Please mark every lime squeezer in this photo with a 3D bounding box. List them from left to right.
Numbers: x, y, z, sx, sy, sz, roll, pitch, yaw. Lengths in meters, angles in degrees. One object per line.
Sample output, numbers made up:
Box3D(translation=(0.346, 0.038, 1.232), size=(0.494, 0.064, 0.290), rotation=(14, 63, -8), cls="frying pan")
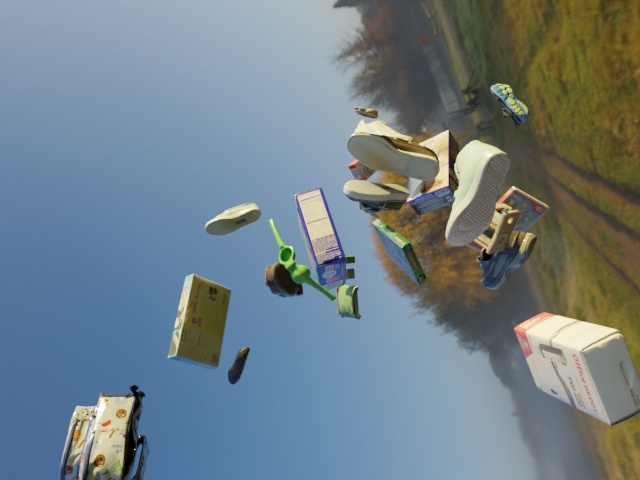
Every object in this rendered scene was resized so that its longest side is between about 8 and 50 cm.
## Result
Box3D(translation=(-0.067, 0.059, 1.289), size=(0.310, 0.059, 0.110), rotation=(50, -145, 6), cls="lime squeezer")

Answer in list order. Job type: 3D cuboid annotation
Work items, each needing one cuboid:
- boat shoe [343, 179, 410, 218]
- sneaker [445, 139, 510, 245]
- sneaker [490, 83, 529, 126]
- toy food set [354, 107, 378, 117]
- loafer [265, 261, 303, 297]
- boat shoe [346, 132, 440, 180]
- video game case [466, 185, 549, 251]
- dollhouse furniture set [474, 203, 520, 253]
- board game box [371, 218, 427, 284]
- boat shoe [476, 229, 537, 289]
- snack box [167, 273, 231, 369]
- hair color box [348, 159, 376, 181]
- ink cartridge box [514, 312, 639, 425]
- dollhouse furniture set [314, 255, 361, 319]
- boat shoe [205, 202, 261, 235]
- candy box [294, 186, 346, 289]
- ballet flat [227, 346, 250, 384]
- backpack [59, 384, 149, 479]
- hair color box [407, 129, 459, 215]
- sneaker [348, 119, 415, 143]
Box3D(translation=(0.184, -0.138, 1.519), size=(0.113, 0.105, 0.306), rotation=(38, -152, 32), cls="boat shoe")
Box3D(translation=(0.369, -0.119, 1.103), size=(0.094, 0.256, 0.151), rotation=(11, -153, -13), cls="sneaker")
Box3D(translation=(0.639, -0.466, 1.526), size=(0.078, 0.066, 0.188), rotation=(94, 154, -60), cls="sneaker")
Box3D(translation=(0.153, -0.422, 1.465), size=(0.083, 0.082, 0.020), rotation=(-19, -55, -73), cls="toy food set")
Box3D(translation=(-0.164, 0.179, 1.798), size=(0.366, 0.129, 0.134), rotation=(57, -156, -71), cls="loafer")
Box3D(translation=(0.250, -0.299, 1.517), size=(0.097, 0.323, 0.117), rotation=(-70, -4, -51), cls="boat shoe")
Box3D(translation=(0.706, -0.060, 1.709), size=(0.203, 0.285, 0.025), rotation=(21, -146, -25), cls="video game case")
Box3D(translation=(0.512, -0.061, 1.264), size=(0.183, 0.129, 0.129), rotation=(-8, -144, -32), cls="dollhouse furniture set")
Box3D(translation=(0.345, 0.043, 1.970), size=(0.214, 0.046, 0.317), rotation=(61, 176, -26), cls="board game box")
Box3D(translation=(0.628, 0.055, 1.564), size=(0.132, 0.130, 0.356), rotation=(-54, -15, -26), cls="boat shoe")
Box3D(translation=(-0.454, 0.308, 1.695), size=(0.187, 0.060, 0.322), rotation=(31, -130, -38), cls="snack box")
Box3D(translation=(0.209, -0.339, 1.967), size=(0.167, 0.053, 0.093), rotation=(-44, -69, -27), cls="hair color box")
Box3D(translation=(0.515, 0.249, 0.900), size=(0.218, 0.092, 0.159), rotation=(171, 76, -81), cls="ink cartridge box")
Box3D(translation=(0.077, 0.231, 2.130), size=(0.197, 0.151, 0.302), rotation=(164, 102, -71), cls="dollhouse furniture set")
Box3D(translation=(-0.351, -0.089, 1.780), size=(0.081, 0.227, 0.079), rotation=(-120, 13, -51), cls="boat shoe")
Box3D(translation=(0.000, 0.000, 1.730), size=(0.268, 0.122, 0.318), rotation=(84, 170, -63), cls="candy box")
Box3D(translation=(-0.300, 0.468, 1.644), size=(0.057, 0.173, 0.049), rotation=(36, -154, 22), cls="ballet flat")
Box3D(translation=(-0.580, 0.577, 1.200), size=(0.263, 0.212, 0.277), rotation=(-119, 33, -51), cls="backpack")
Box3D(translation=(0.470, -0.282, 1.836), size=(0.110, 0.185, 0.339), rotation=(40, -136, -33), cls="hair color box")
Box3D(translation=(0.255, -0.430, 1.809), size=(0.110, 0.291, 0.119), rotation=(40, -108, -54), cls="sneaker")
